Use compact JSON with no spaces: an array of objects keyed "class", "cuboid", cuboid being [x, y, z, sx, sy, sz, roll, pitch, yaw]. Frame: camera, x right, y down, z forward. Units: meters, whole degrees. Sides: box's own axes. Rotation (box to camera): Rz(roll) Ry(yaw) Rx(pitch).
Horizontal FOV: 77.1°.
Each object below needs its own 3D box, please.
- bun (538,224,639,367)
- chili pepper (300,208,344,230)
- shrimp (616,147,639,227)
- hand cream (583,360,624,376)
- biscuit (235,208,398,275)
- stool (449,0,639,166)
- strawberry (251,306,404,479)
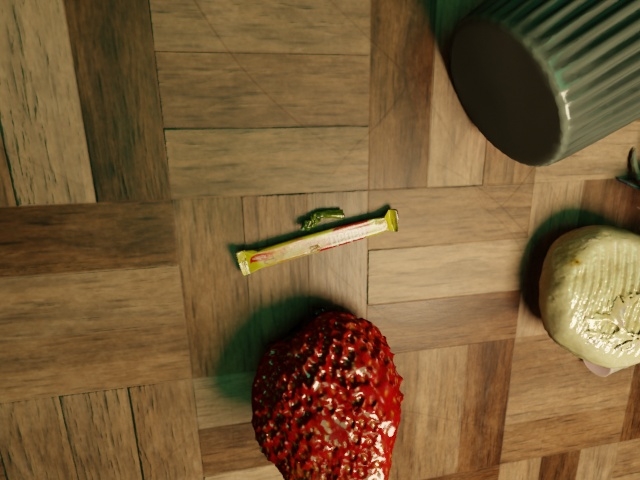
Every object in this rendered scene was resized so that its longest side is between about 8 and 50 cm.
[{"class":"bun","cuboid":[0.540,0.105,0.776,0.273,0.168,0.272,0,95,-3]},{"class":"chili pepper","cuboid":[0.001,-0.038,0.697,0.083,0.022,0.027,-20,106,-10]},{"class":"shrimp","cuboid":[0.755,-0.132,0.763,0.411,0.166,0.221,-14,134,-3]},{"class":"hand cream","cuboid":[0.737,0.214,0.906,0.313,0.070,0.111,-16,106,-15]},{"class":"biscuit","cuboid":[0.000,0.000,0.703,0.292,0.026,0.048,-16,111,-8]},{"class":"stool","cuboid":[0.397,-0.294,0.576,0.330,0.297,0.297,-34,109,2]},{"class":"strawberry","cuboid":[0.014,0.264,0.663,0.261,0.257,0.260,0,102,0]}]
